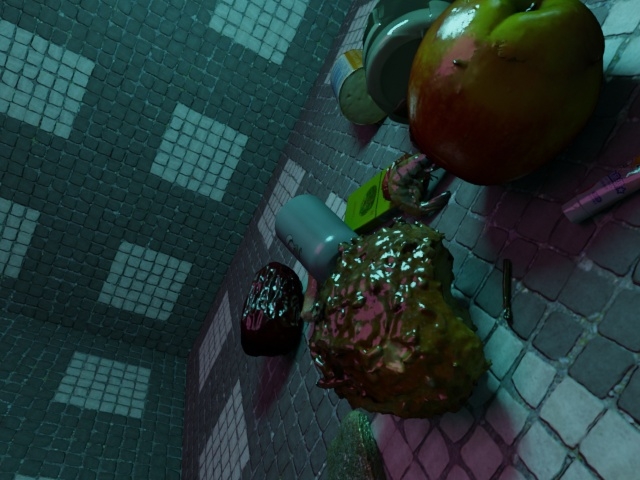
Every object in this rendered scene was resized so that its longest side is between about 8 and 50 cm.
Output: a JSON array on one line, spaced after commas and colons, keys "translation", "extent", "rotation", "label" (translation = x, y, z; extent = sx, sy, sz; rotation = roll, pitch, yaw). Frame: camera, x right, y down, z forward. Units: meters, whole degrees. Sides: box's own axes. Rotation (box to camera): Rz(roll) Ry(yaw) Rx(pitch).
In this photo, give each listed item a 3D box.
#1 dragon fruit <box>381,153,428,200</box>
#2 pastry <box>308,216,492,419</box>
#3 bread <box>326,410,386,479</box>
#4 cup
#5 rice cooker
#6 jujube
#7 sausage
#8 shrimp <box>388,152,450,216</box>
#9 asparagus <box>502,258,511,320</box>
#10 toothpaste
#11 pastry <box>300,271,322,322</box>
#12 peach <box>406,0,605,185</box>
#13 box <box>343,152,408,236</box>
[{"translation": [0.248, -0.183, 1.240], "extent": [0.162, 0.083, 0.106], "rotation": [-50, 50, -7], "label": "dragon fruit"}, {"translation": [0.140, 0.167, 0.886], "extent": [0.337, 0.292, 0.405], "rotation": [-25, 50, 21], "label": "pastry"}, {"translation": [0.070, 0.559, 1.025], "extent": [0.207, 0.056, 0.286], "rotation": [-59, 22, 17], "label": "bread"}, {"translation": [0.000, 0.000, 1.446], "extent": [0.312, 0.205, 0.205], "rotation": [46, 113, 47], "label": "cup"}, {"translation": [0.277, -0.524, 1.231], "extent": [0.335, 0.335, 0.325], "rotation": [-45, 32, 45], "label": "rice cooker"}, {"translation": [-0.181, 0.276, 1.669], "extent": [0.258, 0.258, 0.376], "rotation": [-34, 33, 55], "label": "jujube"}, {"translation": [0.161, -0.610, 1.713], "extent": [0.233, 0.233, 0.287], "rotation": [-57, 24, 26], "label": "sausage"}, {"translation": [0.312, -0.180, 1.139], "extent": [0.296, 0.058, 0.169], "rotation": [-35, 74, 26], "label": "shrimp"}, {"translation": [0.360, 0.094, 0.840], "extent": [0.018, 0.015, 0.127], "rotation": [-36, 38, 56], "label": "asparagus"}, {"translation": [0.488, -0.095, 0.695], "extent": [0.194, 0.043, 0.067], "rotation": [-43, 29, 37], "label": "toothpaste"}, {"translation": [-0.013, 0.169, 1.550], "extent": [0.121, 0.089, 0.258], "rotation": [-29, 42, 48], "label": "pastry"}, {"translation": [0.340, -0.293, 0.851], "extent": [0.370, 0.370, 0.370], "rotation": [-50, 27, 38], "label": "peach"}, {"translation": [0.182, -0.131, 1.440], "extent": [0.335, 0.047, 0.187], "rotation": [-33, 41, 55], "label": "box"}]
